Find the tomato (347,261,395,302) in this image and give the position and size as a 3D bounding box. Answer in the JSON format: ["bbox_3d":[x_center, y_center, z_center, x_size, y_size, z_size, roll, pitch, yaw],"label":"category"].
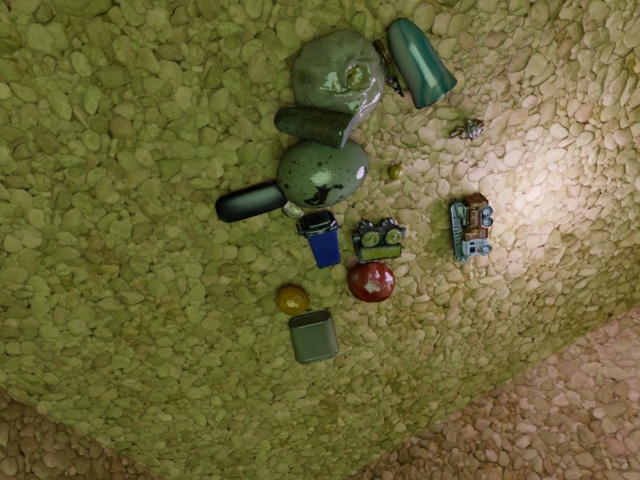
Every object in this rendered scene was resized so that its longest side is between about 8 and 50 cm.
[{"bbox_3d":[0.239,0.209,1.953,0.232,0.188,0.232,11,149,7],"label":"tomato"}]

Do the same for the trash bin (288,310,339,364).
[{"bbox_3d":[-0.035,0.511,2.120,0.244,0.121,0.247,-12,116,-4],"label":"trash bin"}]

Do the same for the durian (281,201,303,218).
[{"bbox_3d":[-0.133,-0.133,1.800,0.130,0.052,0.066,35,109,-17],"label":"durian"}]

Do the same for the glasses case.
[{"bbox_3d":[-0.295,-0.168,1.735,0.321,0.082,0.122,-17,119,0],"label":"glasses case"}]

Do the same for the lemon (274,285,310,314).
[{"bbox_3d":[-0.134,0.297,1.976,0.187,0.142,0.142,12,115,-22],"label":"lemon"}]

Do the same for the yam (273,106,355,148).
[{"bbox_3d":[-0.028,-0.421,1.478,0.331,0.133,0.133,17,120,24],"label":"yam"}]

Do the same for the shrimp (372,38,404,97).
[{"bbox_3d":[0.263,-0.653,1.569,0.066,0.117,0.262,-26,124,19],"label":"shrimp"}]

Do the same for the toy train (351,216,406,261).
[{"bbox_3d":[0.273,-0.003,1.902,0.261,0.134,0.177,-6,125,-8],"label":"toy train"}]

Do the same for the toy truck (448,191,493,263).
[{"bbox_3d":[0.725,-0.051,1.961,0.185,0.133,0.338,-8,116,5],"label":"toy truck"}]

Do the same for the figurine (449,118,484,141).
[{"bbox_3d":[0.645,-0.478,1.760,0.101,0.068,0.143,39,117,-21],"label":"figurine"}]

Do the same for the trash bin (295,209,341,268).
[{"bbox_3d":[0.000,0.000,1.841,0.184,0.162,0.234,-16,125,-1],"label":"trash bin"}]

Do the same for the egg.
[{"bbox_3d":[0.010,-0.280,1.620,0.380,0.287,0.287,-22,119,-10],"label":"egg"}]

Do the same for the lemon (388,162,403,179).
[{"bbox_3d":[0.337,-0.306,1.791,0.062,0.062,0.083,16,113,-18],"label":"lemon"}]

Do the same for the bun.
[{"bbox_3d":[0.071,-0.588,1.507,0.366,0.219,0.364,-2,116,-5],"label":"bun"}]

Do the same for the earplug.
[{"bbox_3d":[0.365,-0.693,1.537,0.185,0.185,0.324,-36,113,9],"label":"earplug"}]
